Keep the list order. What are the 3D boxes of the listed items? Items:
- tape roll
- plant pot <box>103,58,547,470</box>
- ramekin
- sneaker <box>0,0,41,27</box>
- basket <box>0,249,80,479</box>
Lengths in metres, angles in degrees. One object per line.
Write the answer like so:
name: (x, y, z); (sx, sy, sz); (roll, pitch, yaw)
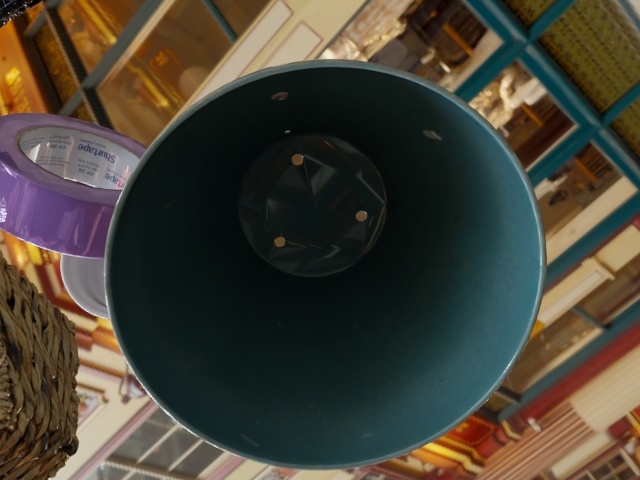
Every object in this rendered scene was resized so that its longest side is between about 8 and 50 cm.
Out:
tape roll: (-0.352, -0.085, 0.984); (0.275, 0.090, 0.275); (21, -156, -10)
plant pot: (0.000, 0.000, 0.533); (0.290, 0.290, 0.195); (40, -168, -15)
ramekin: (-0.469, 0.060, 1.636); (0.277, 0.277, 0.135); (48, 170, 9)
sneaker: (-0.466, -0.365, 0.999); (0.090, 0.232, 0.081); (26, 173, -21)
basket: (-0.400, 0.143, 0.597); (0.223, 0.299, 0.213); (70, -177, -50)
